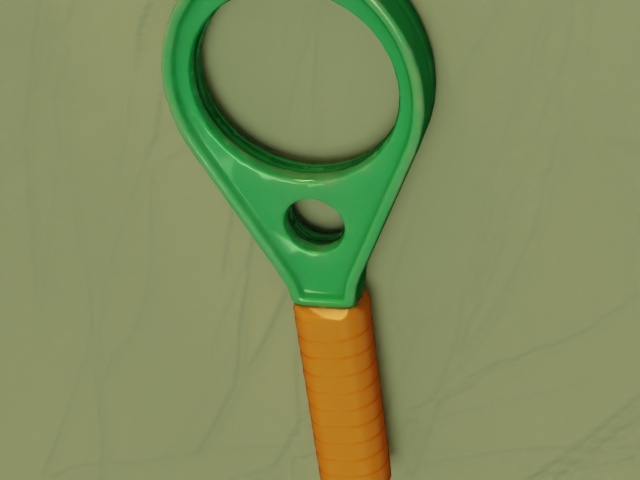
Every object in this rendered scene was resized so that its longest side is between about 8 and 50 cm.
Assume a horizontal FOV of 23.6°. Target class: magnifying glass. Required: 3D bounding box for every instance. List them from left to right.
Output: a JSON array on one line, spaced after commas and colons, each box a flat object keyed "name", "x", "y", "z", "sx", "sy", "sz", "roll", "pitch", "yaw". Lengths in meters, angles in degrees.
[{"name": "magnifying glass", "x": 0.000, "y": 0.000, "z": 0.550, "sx": 0.092, "sy": 0.026, "sz": 0.231, "roll": 3, "pitch": 126, "yaw": 17}]
